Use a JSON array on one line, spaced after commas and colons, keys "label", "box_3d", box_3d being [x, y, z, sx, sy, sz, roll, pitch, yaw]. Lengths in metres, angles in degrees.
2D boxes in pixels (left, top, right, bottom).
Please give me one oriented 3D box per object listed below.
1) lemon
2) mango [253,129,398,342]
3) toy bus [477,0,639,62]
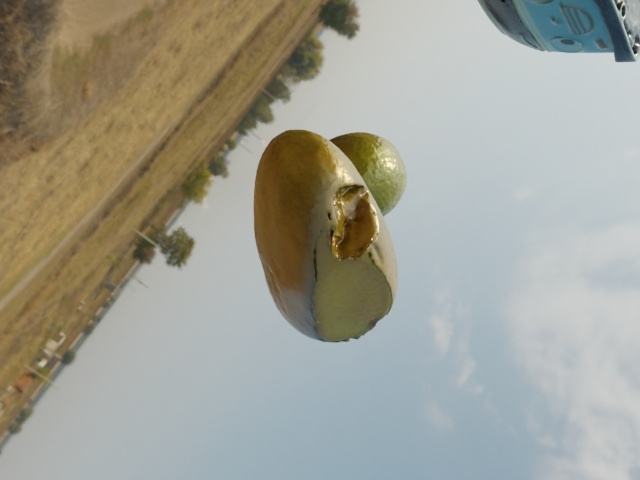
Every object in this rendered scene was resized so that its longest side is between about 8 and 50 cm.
[{"label": "lemon", "box_3d": [0.076, -0.119, 1.242, 0.184, 0.184, 0.248, -46, 162, 29]}, {"label": "mango", "box_3d": [0.000, 0.000, 0.646, 0.130, 0.167, 0.262, -29, 150, -14]}, {"label": "toy bus", "box_3d": [0.224, -0.294, 0.547, 0.165, 0.133, 0.271, 12, -105, 42]}]
